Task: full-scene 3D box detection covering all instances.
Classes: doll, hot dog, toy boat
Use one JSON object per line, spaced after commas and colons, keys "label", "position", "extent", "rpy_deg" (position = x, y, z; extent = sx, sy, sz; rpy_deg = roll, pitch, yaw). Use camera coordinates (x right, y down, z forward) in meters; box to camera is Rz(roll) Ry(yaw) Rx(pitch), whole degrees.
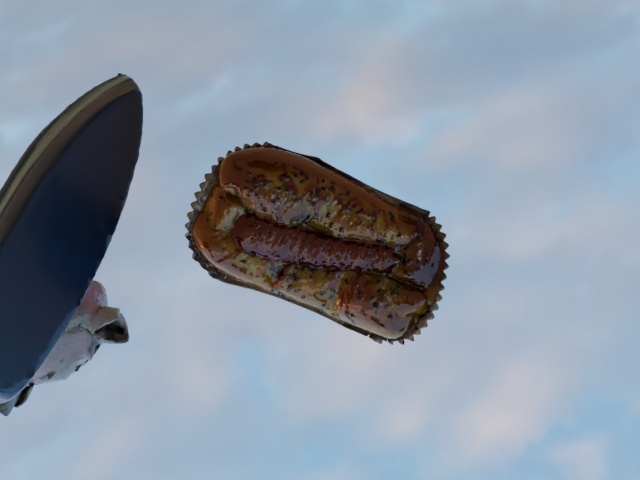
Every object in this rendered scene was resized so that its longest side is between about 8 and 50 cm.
{"label": "doll", "position": [-0.259, 0.060, 1.330], "extent": [0.149, 0.095, 0.192], "rpy_deg": [-24, -132, 2]}
{"label": "hot dog", "position": [0.000, 0.000, 1.025], "extent": [0.191, 0.108, 0.059], "rpy_deg": [22, -176, 0]}
{"label": "toy boat", "position": [-0.213, -0.011, 1.153], "extent": [0.061, 0.096, 0.299], "rpy_deg": [-8, -126, 58]}
